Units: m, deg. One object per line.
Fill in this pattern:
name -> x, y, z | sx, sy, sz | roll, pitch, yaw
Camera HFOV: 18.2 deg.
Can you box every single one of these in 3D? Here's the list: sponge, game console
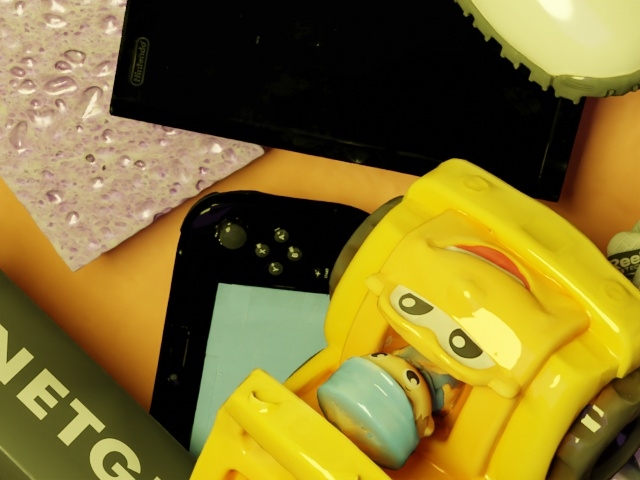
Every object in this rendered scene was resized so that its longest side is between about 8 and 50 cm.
sponge -> -0.128, -0.096, 0.943 | 0.117, 0.031, 0.210 | -30, 111, 13
game console -> 0.000, 0.000, 0.944 | 0.213, 0.044, 0.361 | 11, 116, -2

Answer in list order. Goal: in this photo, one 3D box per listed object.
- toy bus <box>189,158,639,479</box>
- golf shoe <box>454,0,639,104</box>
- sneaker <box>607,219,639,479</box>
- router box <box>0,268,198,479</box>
toy bus -> 0.013, 0.100, 0.826 | 0.149, 0.211, 0.220 | 40, 129, 25
golf shoe -> 0.085, -0.189, 0.799 | 0.105, 0.120, 0.273 | -15, 90, -3
sneaker -> 0.197, 0.035, 0.879 | 0.292, 0.110, 0.118 | -22, 102, 21
router box -> -0.151, 0.172, 1.003 | 0.309, 0.081, 0.243 | 44, 133, -1
